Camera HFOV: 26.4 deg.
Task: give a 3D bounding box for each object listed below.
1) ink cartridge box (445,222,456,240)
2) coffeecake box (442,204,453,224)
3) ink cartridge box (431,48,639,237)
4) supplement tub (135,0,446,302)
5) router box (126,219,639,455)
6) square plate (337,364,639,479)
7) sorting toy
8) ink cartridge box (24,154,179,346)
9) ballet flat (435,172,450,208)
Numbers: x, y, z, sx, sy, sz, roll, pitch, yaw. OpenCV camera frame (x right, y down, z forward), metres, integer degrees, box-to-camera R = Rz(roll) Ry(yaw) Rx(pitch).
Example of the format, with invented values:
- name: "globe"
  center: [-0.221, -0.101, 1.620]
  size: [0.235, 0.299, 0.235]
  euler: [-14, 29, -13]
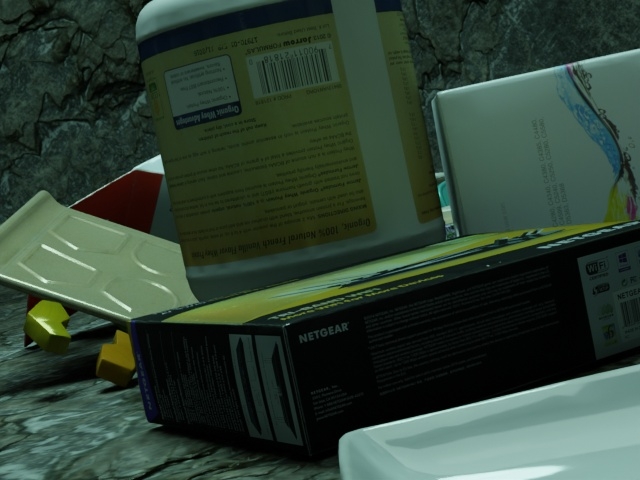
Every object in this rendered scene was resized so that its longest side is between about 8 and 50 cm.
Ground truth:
- name: "ink cartridge box"
  center: [0.170, 0.006, 1.473]
  size: [0.115, 0.062, 0.029]
  euler: [-14, 3, -33]
- name: "coffeecake box"
  center: [0.229, -0.023, 1.694]
  size: [0.142, 0.068, 0.185]
  euler: [-9, 5, 39]
- name: "ink cartridge box"
  center: [0.249, -0.061, 1.214]
  size: [0.270, 0.197, 0.198]
  euler: [-12, 3, 4]
- name: "supplement tub"
  center: [-0.019, -0.064, 1.164]
  size: [0.228, 0.316, 0.228]
  euler: [-11, 4, 1]
- name: "router box"
  center: [0.058, 0.057, 0.923]
  size: [0.309, 0.081, 0.243]
  euler: [-14, 4, -30]
- name: "square plate"
  center: [0.177, 0.081, 0.437]
  size: [0.344, 0.049, 0.347]
  euler: [-12, 4, 2]
- name: "sorting toy"
  center: [-0.217, 0.051, 1.319]
  size: [0.229, 0.041, 0.307]
  euler: [22, 21, 0]
- name: "ink cartridge box"
  center: [-0.170, -0.001, 1.656]
  size: [0.385, 0.091, 0.308]
  euler: [-31, -18, -29]
- name: "ballet flat"
  center: [0.118, -0.025, 1.824]
  size: [0.139, 0.139, 0.400]
  euler: [-9, 0, 35]
